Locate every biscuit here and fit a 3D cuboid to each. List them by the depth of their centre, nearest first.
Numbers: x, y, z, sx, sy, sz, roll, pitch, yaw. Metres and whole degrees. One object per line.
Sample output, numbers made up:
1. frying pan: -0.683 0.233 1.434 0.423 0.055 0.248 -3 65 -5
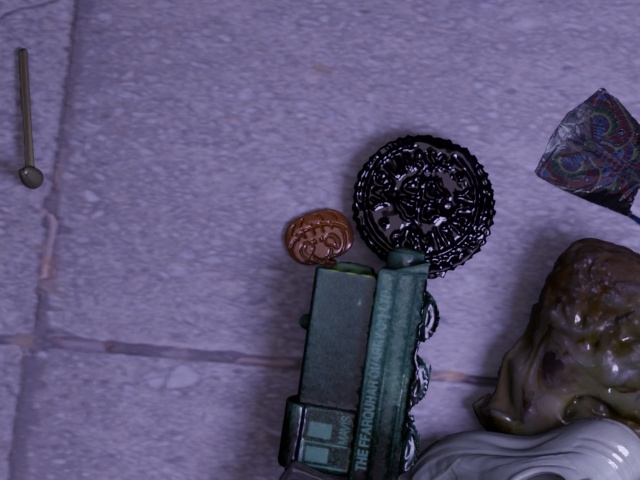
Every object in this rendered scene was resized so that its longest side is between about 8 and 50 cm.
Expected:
1. biscuit: 0.137 -0.047 1.747 0.194 0.053 0.194 0 82 2
2. biscuit: 0.000 0.000 1.761 0.091 0.015 0.078 -23 82 -2

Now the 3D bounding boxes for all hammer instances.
1. hammer: -0.398 -0.169 1.776 0.028 0.060 0.195 -7 78 0

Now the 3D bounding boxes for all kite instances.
1. kite: 0.436 -0.072 1.764 0.285 0.015 0.152 37 84 6

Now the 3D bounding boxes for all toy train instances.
1. toy train: 0.051 0.166 1.661 0.178 0.138 0.330 8 91 6

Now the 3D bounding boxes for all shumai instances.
1. shumai: 0.346 0.184 1.628 0.283 0.217 0.346 -31 85 -4

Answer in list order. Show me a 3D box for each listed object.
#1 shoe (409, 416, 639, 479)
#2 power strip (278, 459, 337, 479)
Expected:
1. shoe: 0.229 0.309 1.578 0.316 0.159 0.124 -20 110 34
2. power strip: 0.016 0.431 1.618 0.251 0.092 0.257 29 112 7
